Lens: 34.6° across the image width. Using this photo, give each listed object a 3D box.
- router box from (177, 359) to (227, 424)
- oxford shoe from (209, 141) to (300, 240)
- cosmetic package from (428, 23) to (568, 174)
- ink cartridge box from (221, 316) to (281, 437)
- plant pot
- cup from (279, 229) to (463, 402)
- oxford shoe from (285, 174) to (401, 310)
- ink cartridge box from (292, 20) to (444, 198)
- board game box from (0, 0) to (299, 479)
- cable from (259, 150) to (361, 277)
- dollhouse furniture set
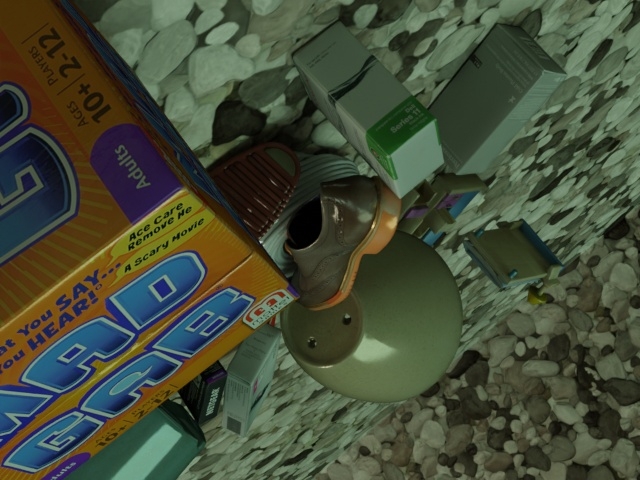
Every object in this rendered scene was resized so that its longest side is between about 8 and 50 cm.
[{"bbox_3d":[-0.232,0.243,1.890,0.046,0.133,0.179,-25,156,-27],"label":"router box"},{"bbox_3d":[-0.163,-0.019,1.550,0.348,0.123,0.130,-43,-176,11],"label":"oxford shoe"},{"bbox_3d":[0.286,-0.235,1.742,0.107,0.127,0.238,-6,141,-53],"label":"cosmetic package"},{"bbox_3d":[-0.111,0.224,1.986,0.238,0.060,0.275,-60,171,-30],"label":"ink cartridge box"},{"bbox_3d":[-0.387,0.354,1.658,0.334,0.341,0.341,-44,159,-5],"label":"plant pot"},{"bbox_3d":[0.060,0.137,1.852,0.331,0.331,0.237,-46,158,20],"label":"cup"},{"bbox_3d":[0.000,0.000,1.589,0.133,0.129,0.363,7,148,-17],"label":"oxford shoe"},{"bbox_3d":[0.067,-0.179,1.410,0.087,0.208,0.153,-40,159,-4],"label":"ink cartridge box"},{"bbox_3d":[-0.297,-0.012,0.980,0.357,0.356,0.356,-38,159,0],"label":"board game box"},{"bbox_3d":[-0.033,-0.036,1.695,0.257,0.089,0.257,-11,146,-48],"label":"cable"},{"bbox_3d":[0.279,0.042,2.042,0.286,0.303,0.198,-10,144,-50],"label":"dollhouse furniture set"}]
